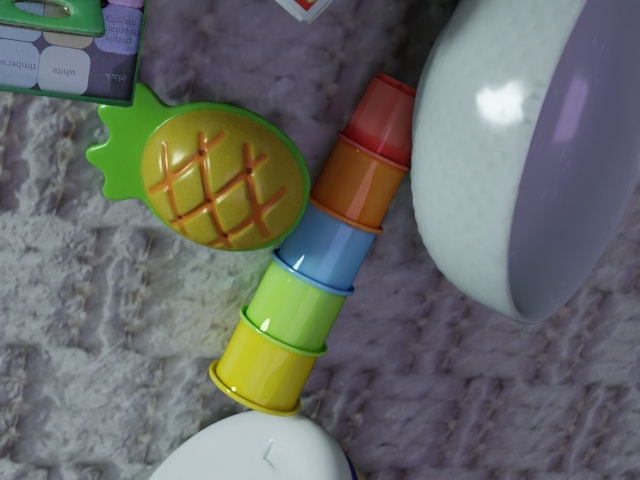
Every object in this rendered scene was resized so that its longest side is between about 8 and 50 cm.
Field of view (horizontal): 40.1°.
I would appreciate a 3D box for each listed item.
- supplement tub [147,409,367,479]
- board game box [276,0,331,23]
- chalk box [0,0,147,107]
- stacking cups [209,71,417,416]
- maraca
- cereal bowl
[{"bbox_3d":[-0.013,0.350,0.856,0.241,0.241,0.331,-37,121,-3],"label":"supplement tub"},{"bbox_3d":[-0.112,-0.283,0.547,0.305,0.193,0.053,35,115,-31],"label":"board game box"},{"bbox_3d":[-0.183,-0.170,0.560,0.132,0.213,0.132,4,112,-24],"label":"chalk box"},{"bbox_3d":[0.000,0.000,0.791,0.096,0.096,0.316,18,103,-28],"label":"stacking cups"},{"bbox_3d":[-0.099,-0.058,0.719,0.186,0.099,0.127,21,112,-3],"label":"maraca"},{"bbox_3d":[0.176,-0.110,0.738,0.339,0.141,0.339,-37,139,-42],"label":"cereal bowl"}]
